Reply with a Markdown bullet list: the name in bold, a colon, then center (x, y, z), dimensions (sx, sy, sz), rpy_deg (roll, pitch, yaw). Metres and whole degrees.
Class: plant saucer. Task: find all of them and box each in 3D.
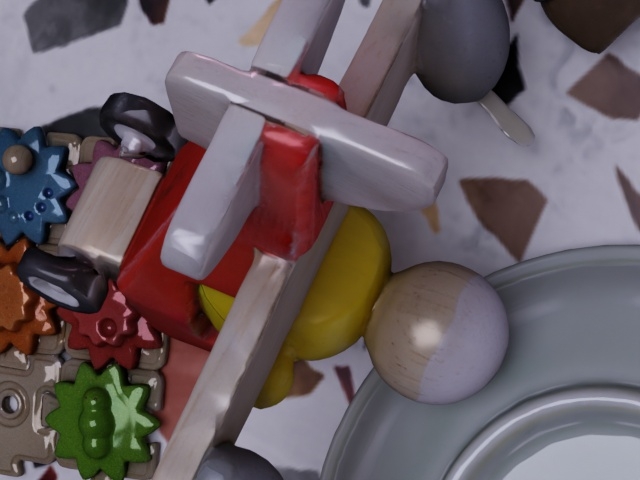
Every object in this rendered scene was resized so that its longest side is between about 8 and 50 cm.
- **plant saucer**: center (0.173, 0.196, 1.190), dimensions (0.400, 0.100, 0.400), rpy_deg (-2, 82, 17)

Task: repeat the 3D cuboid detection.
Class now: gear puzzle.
- **gear puzzle**: center (-0.192, 0.090, 1.393), dimensions (0.175, 0.044, 0.339), rpy_deg (7, 95, 21)

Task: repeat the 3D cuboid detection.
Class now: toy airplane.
- **toy airplane**: center (0.000, 0.000, 1.139), dimensions (0.272, 0.384, 0.386), rpy_deg (30, 116, -11)

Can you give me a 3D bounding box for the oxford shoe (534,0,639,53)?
- **oxford shoe**: center (0.235, -0.198, 1.205), dimensions (0.227, 0.083, 0.096), rpy_deg (-37, 103, 16)
